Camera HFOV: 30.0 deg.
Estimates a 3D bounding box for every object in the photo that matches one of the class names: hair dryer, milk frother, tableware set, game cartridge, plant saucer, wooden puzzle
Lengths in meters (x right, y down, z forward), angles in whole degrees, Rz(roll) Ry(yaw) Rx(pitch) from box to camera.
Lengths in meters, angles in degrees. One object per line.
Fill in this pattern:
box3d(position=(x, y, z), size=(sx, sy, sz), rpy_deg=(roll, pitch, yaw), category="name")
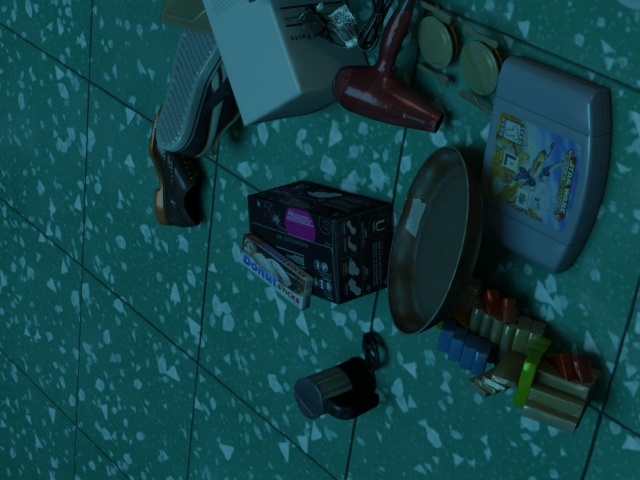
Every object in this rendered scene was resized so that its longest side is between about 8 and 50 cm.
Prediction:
box3d(position=(0.100, -0.291, 1.921), size=(0.224, 0.080, 0.293), rpy_deg=(-25, 102, 40), category="hair dryer")
box3d(position=(0.038, 0.248, 2.209), size=(0.129, 0.135, 0.143), rpy_deg=(9, 109, 48), category="milk frother")
box3d(position=(0.224, -0.294, 1.872), size=(0.194, 0.039, 0.128), rpy_deg=(41, 143, 42), category="tableware set")
box3d(position=(0.334, -0.108, 1.794), size=(0.198, 0.062, 0.297), rpy_deg=(34, 127, 44), category="game cartridge")
box3d(position=(0.187, 0.004, 1.913), size=(0.310, 0.050, 0.310), rpy_deg=(-167, 90, -73), category="plant saucer")
box3d(position=(-0.209, -0.504, 2.272), size=(0.239, 0.044, 0.221), rpy_deg=(23, 98, 48), category="wooden puzzle")

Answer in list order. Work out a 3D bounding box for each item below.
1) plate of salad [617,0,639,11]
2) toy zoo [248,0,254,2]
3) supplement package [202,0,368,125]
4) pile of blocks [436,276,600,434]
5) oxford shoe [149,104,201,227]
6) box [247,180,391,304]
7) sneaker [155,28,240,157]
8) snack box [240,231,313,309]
box3d(position=(0.438, -0.400, 1.567), size=(0.200, 0.048, 0.199), rpy_deg=(15, 108, 56), category="plate of salad")
box3d(position=(-0.058, -0.512, 1.955), size=(0.030, 0.293, 0.192), rpy_deg=(106, 143, -82), category="toy zoo")
box3d(position=(-0.066, -0.372, 2.080), size=(0.177, 0.175, 0.293), rpy_deg=(-21, 86, 50), category="supplement package")
box3d(position=(0.282, 0.154, 1.871), size=(0.362, 0.149, 0.112), rpy_deg=(35, 128, 39), category="pile of blocks")
box3d(position=(-0.293, -0.158, 2.517), size=(0.098, 0.097, 0.271), rpy_deg=(10, 117, 27), category="oxford shoe")
box3d(position=(0.000, 0.000, 2.163), size=(0.247, 0.142, 0.163), rpy_deg=(18, 117, 47), category="box")
box3d(position=(-0.215, -0.318, 2.338), size=(0.126, 0.127, 0.321), rpy_deg=(23, 95, 45), category="sneaker")
box3d(position=(-0.079, 0.054, 2.146), size=(0.178, 0.022, 0.064), rpy_deg=(35, 132, 37), category="snack box")
